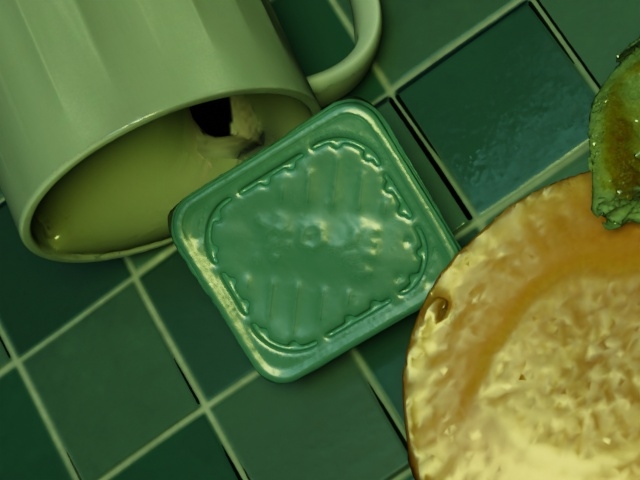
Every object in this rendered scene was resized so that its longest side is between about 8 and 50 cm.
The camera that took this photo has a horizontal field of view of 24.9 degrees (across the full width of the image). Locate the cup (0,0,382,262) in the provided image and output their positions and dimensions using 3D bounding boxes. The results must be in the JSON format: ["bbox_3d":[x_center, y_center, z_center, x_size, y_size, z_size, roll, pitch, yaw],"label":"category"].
[{"bbox_3d":[-0.131,-0.193,1.087,0.322,0.237,0.327,-20,70,-15],"label":"cup"}]

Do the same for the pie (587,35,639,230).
[{"bbox_3d":[0.323,-0.062,0.925,0.302,0.067,0.303,-2,68,5],"label":"pie"}]

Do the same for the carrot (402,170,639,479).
[{"bbox_3d":[0.198,0.088,0.966,0.258,0.100,0.307,38,90,19],"label":"carrot"}]

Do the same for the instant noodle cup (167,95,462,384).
[{"bbox_3d":[0.000,0.000,1.055,0.179,0.070,0.157,-31,91,12],"label":"instant noodle cup"}]
